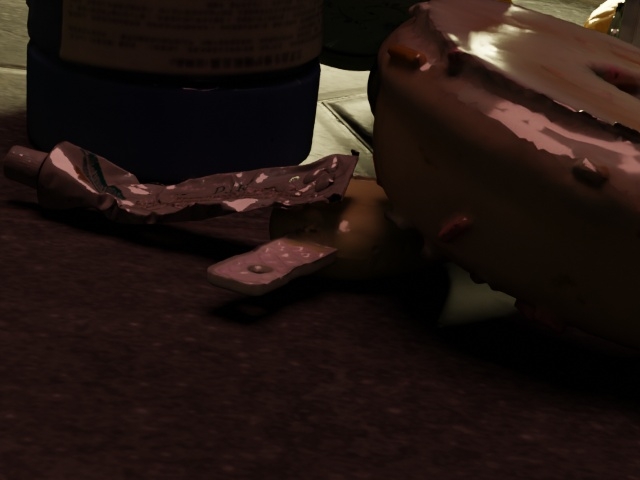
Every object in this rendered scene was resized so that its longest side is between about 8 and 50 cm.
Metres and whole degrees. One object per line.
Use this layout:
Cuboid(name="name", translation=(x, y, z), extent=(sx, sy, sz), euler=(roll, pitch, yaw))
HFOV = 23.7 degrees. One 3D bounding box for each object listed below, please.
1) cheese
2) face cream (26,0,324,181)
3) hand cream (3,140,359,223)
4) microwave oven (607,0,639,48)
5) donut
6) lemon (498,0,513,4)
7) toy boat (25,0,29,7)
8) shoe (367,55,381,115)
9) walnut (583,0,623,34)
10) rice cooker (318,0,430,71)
Cuboid(name="cheese", translation=(0.000, 0.000, 1.030), extent=(0.127, 0.050, 0.255), euler=(17, 18, 25))
Cuboid(name="face cream", translation=(-0.117, -0.189, 1.270), extent=(0.249, 0.225, 0.249), euler=(7, 20, -2))
Cuboid(name="hand cream", translation=(-0.101, -0.040, 1.059), extent=(0.256, 0.050, 0.084), euler=(3, 22, 13))
Cuboid(name="microwave oven", translation=(0.363, -0.163, 1.533), extent=(0.163, 0.129, 0.205), euler=(14, -16, 10))
Cuboid(name="donut", translation=(0.203, -0.038, 1.030), extent=(0.382, 0.142, 0.383), euler=(19, 20, -8))
Cuboid(name="lemon", translation=(0.134, -0.221, 1.656), extent=(0.170, 0.170, 0.207), euler=(18, 14, 27))
Cuboid(name="toy boat", translation=(-0.138, -0.203, 1.491), extent=(0.309, 0.129, 0.142), euler=(7, 32, -28))
Cuboid(name="shoe", translation=(0.208, -0.089, 1.350), extent=(0.336, 0.132, 0.171), euler=(9, 25, -10))
Cuboid(name="walnut", translation=(0.390, -0.203, 1.746), extent=(0.206, 0.159, 0.159), euler=(21, 19, 21))
Cuboid(name="rice cooker", translation=(0.053, -0.310, 1.437), extent=(0.264, 0.317, 0.316), euler=(-25, 33, -31))
